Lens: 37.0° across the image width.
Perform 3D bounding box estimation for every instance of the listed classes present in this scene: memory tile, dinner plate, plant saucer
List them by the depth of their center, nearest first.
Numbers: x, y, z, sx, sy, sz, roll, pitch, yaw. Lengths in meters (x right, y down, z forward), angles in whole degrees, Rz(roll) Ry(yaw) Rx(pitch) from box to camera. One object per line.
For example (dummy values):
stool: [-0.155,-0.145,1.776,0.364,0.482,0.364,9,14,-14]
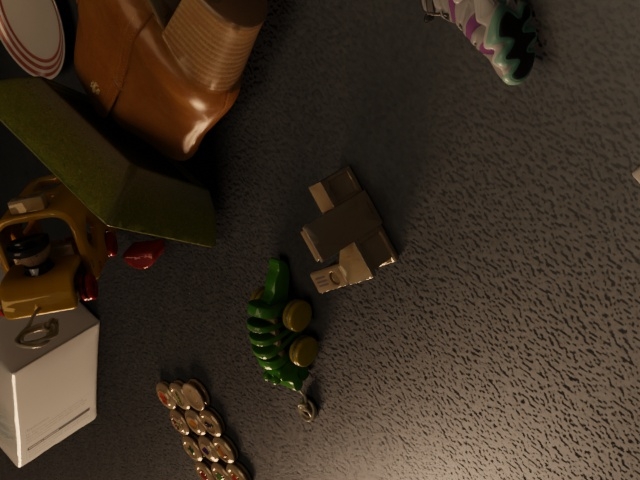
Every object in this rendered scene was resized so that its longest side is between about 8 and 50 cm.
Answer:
plant saucer: [-0.184,-0.077,0.854,0.188,0.188,0.045,42,99,20]
dinner plate: [-0.295,-0.231,0.962,0.141,0.017,0.141,29,137,32]
memory tile: [-0.140,0.230,1.128,0.113,0.012,0.148,-12,106,52]

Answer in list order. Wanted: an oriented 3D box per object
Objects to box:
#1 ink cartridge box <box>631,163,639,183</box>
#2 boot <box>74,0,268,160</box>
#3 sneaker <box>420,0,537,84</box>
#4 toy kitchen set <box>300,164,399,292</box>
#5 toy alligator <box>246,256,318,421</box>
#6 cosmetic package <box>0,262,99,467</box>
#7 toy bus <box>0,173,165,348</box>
ink cartridge box: [0.235,-0.039,0.458,0.099,0.056,0.135,51,143,7]
boot: [-0.175,-0.211,0.765,0.295,0.104,0.211,51,143,2]
sneaker: [0.088,-0.136,0.576,0.069,0.038,0.098,-10,99,53]
toy kitchen set: [0.000,0.000,0.748,0.075,0.068,0.083,-21,99,53]
toy alligator: [-0.038,0.106,0.884,0.056,0.051,0.190,20,130,40]
cosmetic package: [-0.417,0.138,1.278,0.224,0.138,0.225,39,139,23]
toy bus: [-0.277,0.001,0.966,0.202,0.191,0.104,12,125,45]
